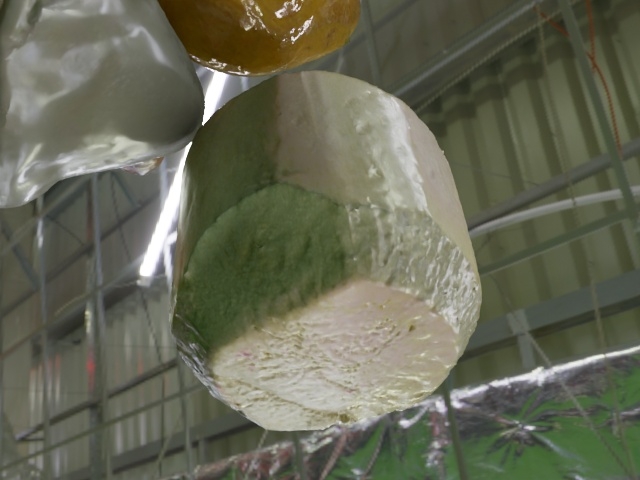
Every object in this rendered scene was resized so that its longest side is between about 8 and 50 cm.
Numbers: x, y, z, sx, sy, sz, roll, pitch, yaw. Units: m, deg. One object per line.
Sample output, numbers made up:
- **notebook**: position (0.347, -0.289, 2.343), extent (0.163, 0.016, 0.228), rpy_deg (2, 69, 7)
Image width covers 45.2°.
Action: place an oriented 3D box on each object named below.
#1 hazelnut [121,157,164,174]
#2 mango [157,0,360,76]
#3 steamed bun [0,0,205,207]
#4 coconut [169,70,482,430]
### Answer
- **hazelnut**: position (-0.220, -0.122, 0.918), extent (0.086, 0.086, 0.086), rpy_deg (-12, -106, 47)
- **mango**: position (-0.053, -0.208, 0.664), extent (0.109, 0.227, 0.147), rpy_deg (-40, -117, 43)
- **steamed bun**: position (-0.293, -0.175, 0.552), extent (0.342, 0.368, 0.255), rpy_deg (30, -118, 35)
- **coconut**: position (0.000, 0.000, 0.609), extent (0.239, 0.239, 0.244), rpy_deg (-46, -146, 33)
